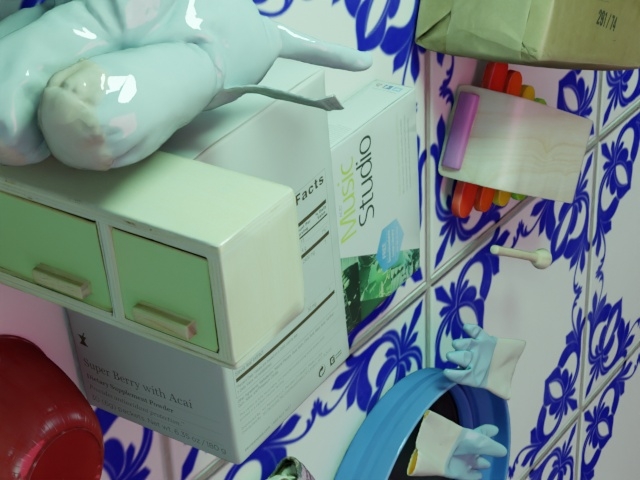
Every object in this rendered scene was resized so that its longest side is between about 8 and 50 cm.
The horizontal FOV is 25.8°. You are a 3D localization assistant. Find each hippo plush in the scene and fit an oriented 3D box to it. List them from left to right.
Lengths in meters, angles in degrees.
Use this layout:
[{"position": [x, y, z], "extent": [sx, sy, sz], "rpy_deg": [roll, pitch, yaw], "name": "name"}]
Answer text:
[{"position": [-0.141, -0.191, 0.943], "extent": [0.234, 0.294, 0.236], "rpy_deg": [-60, 146, -64], "name": "hippo plush"}]

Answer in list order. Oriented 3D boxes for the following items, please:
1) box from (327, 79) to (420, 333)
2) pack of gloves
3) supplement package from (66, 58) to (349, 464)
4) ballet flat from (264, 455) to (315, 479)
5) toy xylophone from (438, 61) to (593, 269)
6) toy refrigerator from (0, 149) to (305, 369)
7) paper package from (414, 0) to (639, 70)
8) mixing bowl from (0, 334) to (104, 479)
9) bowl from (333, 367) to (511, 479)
[{"position": [0.000, 0.000, 1.448], "extent": [0.322, 0.058, 0.232], "rpy_deg": [-38, 134, -43], "name": "box"}, {"position": [0.202, 0.209, 1.737], "extent": [0.232, 0.046, 0.195], "rpy_deg": [21, 87, -59], "name": "pack of gloves"}, {"position": [-0.103, 0.003, 1.165], "extent": [0.175, 0.178, 0.292], "rpy_deg": [-41, 136, -42], "name": "supplement package"}, {"position": [-0.075, 0.316, 1.476], "extent": [0.221, 0.077, 0.079], "rpy_deg": [-53, 126, -38], "name": "ballet flat"}, {"position": [0.254, -0.091, 1.790], "extent": [0.323, 0.081, 0.236], "rpy_deg": [21, 86, -59], "name": "toy xylophone"}, {"position": [-0.149, -0.005, 0.997], "extent": [0.094, 0.270, 0.102], "rpy_deg": [-40, 137, -43], "name": "toy refrigerator"}, {"position": [0.271, -0.355, 1.611], "extent": [0.325, 0.168, 0.309], "rpy_deg": [-10, 114, -57], "name": "paper package"}, {"position": [-0.238, 0.175, 1.109], "extent": [0.181, 0.098, 0.181], "rpy_deg": [-31, 129, -48], "name": "mixing bowl"}, {"position": [0.121, 0.345, 1.790], "extent": [0.391, 0.077, 0.391], "rpy_deg": [-33, 130, -48], "name": "bowl"}]
